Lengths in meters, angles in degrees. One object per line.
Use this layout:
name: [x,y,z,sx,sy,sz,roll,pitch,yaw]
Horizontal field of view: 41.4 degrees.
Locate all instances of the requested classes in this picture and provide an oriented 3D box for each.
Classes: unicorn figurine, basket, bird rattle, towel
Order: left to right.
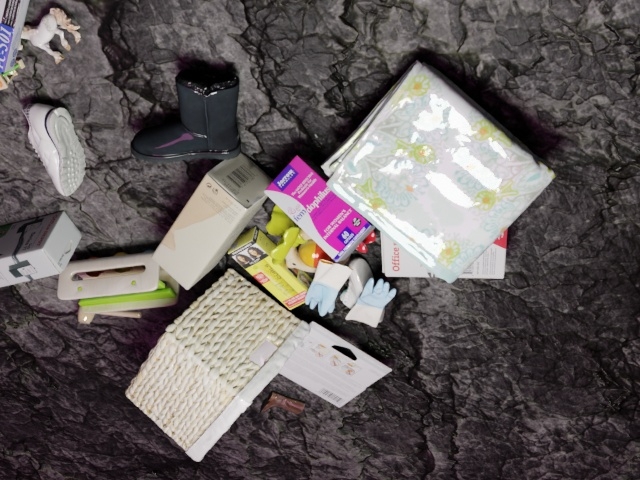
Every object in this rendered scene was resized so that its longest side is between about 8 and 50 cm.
unicorn figurine: [-0.563,-0.415,1.724,0.162,0.060,0.111,-39,107,19]
basket: [-0.258,0.307,2.112,0.266,0.328,0.331,39,131,4]
bird rattle: [0.000,0.000,1.987,0.254,0.143,0.207,-2,144,-6]
towel: [0.232,-0.135,1.718,0.374,0.090,0.320,39,112,-7]

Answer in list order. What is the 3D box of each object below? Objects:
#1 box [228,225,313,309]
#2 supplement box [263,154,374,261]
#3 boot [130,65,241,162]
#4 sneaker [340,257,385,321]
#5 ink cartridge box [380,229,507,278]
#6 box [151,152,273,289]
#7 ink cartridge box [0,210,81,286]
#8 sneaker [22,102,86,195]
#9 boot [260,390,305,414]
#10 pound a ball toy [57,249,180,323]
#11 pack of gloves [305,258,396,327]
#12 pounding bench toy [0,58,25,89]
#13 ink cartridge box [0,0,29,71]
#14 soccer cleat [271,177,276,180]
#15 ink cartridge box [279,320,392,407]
box: [-0.117,0.070,2.079,0.087,0.058,0.232,-28,123,28]
supplement box: [0.002,-0.069,1.822,0.220,0.114,0.111,44,100,8]
boot: [-0.287,-0.268,1.776,0.247,0.094,0.207,0,136,0]
sneaker: [0.088,0.128,2.093,0.094,0.080,0.212,1,134,25]
ink cartridge box: [0.275,-0.022,1.892,0.273,0.114,0.197,0,131,8]
box: [-0.246,-0.042,1.925,0.121,0.148,0.311,42,127,1]
ink cartridge box: [-0.714,0.022,2.076,0.209,0.153,0.086,-12,128,18]
sneaker: [-0.600,-0.205,1.908,0.095,0.090,0.235,12,130,16]
boot: [-0.110,0.491,2.480,0.114,0.037,0.106,22,134,-16]
pound a ball toy: [-0.513,0.111,2.160,0.319,0.135,0.208,-6,156,15]
pack of gloves: [0.065,0.145,2.019,0.195,0.046,0.232,17,147,-2]
pounding bench toy: [-0.672,-0.354,1.785,0.083,0.065,0.052,-11,129,18]
ink cartridge box: [-0.633,-0.446,1.659,0.097,0.046,0.207,22,112,-3]
soccer cleat: [-0.088,-0.132,1.907,0.083,0.035,0.029,-15,128,22]
ink cartridge box: [0.018,0.321,2.285,0.275,0.060,0.239,33,128,-19]
